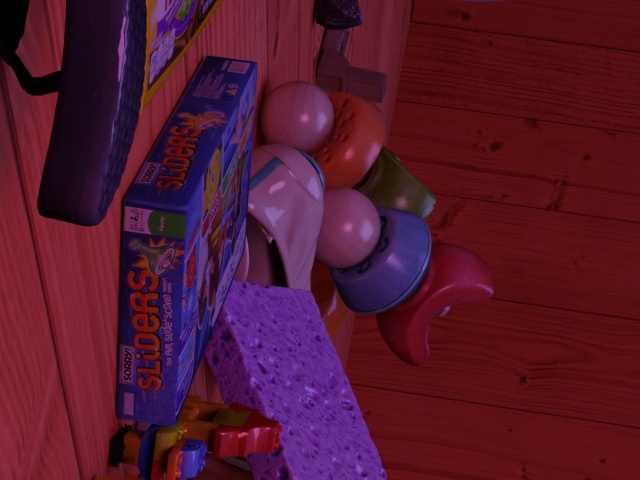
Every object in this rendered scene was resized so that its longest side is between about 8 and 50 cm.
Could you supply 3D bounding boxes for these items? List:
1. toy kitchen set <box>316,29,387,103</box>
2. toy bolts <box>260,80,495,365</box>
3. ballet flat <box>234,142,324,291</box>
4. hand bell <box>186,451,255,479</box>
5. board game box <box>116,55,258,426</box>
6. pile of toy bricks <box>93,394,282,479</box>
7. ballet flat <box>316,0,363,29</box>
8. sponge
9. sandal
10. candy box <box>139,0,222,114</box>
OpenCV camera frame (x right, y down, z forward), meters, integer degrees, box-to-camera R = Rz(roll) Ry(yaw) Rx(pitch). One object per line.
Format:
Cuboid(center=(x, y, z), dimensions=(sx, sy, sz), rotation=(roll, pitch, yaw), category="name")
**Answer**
Cuboid(center=(0.039, -0.186, 1.679), dimensions=(0.068, 0.075, 0.083), rotation=(93, 12, -59), category="toy kitchen set")
Cuboid(center=(0.000, 0.000, 1.227), dimensions=(0.218, 0.158, 0.228), rotation=(-49, -143, 4), category="toy bolts")
Cuboid(center=(-0.048, 0.041, 1.126), dimensions=(0.086, 0.086, 0.248), rotation=(-76, 171, -49), category="ballet flat")
Cuboid(center=(-0.080, 0.265, 1.048), dimensions=(0.126, 0.126, 0.242), rotation=(46, 64, -84), category="hand bell")
Cuboid(center=(-0.074, -0.006, 0.896), dimensions=(0.201, 0.035, 0.136), rotation=(-73, 170, -61), category="board game box")
Cuboid(center=(-0.066, 0.162, 0.857), dimensions=(0.212, 0.105, 0.118), rotation=(-59, 157, -78), category="pile of toy bricks")
Cuboid(center=(0.030, -0.280, 1.577), dimensions=(0.057, 0.049, 0.173), rotation=(92, 8, -60), category="ballet flat")
Cuboid(center=(-0.011, 0.120, 1.001), dimensions=(0.117, 0.031, 0.210), rotation=(15, 46, -55), category="sponge")
Cuboid(center=(-0.086, -0.130, 0.511), dimensions=(0.097, 0.054, 0.254), rotation=(119, -30, -83), category="sandal")
Cuboid(center=(-0.071, -0.142, 0.745), dimensions=(0.206, 0.027, 0.105), rotation=(-72, 166, -65), category="candy box")
